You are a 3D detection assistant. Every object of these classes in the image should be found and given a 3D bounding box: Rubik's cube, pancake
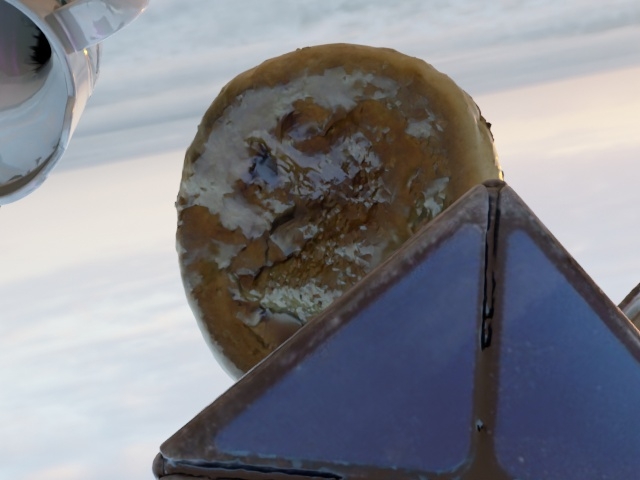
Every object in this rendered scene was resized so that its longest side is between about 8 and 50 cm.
[{"bbox_3d":[0.074,0.158,0.671,0.259,0.260,0.255,-37,170,-10],"label":"Rubik's cube"},{"bbox_3d":[0.001,0.000,0.967,0.356,0.356,0.065,-6,-179,35],"label":"pancake"}]

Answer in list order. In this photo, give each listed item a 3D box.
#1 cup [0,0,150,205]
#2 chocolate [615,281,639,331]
[{"bbox_3d":[-0.300,-0.193,1.068,0.289,0.219,0.258,-24,-154,11],"label":"cup"},{"bbox_3d":[0.357,0.143,1.040,0.147,0.221,0.221,8,-164,38],"label":"chocolate"}]
